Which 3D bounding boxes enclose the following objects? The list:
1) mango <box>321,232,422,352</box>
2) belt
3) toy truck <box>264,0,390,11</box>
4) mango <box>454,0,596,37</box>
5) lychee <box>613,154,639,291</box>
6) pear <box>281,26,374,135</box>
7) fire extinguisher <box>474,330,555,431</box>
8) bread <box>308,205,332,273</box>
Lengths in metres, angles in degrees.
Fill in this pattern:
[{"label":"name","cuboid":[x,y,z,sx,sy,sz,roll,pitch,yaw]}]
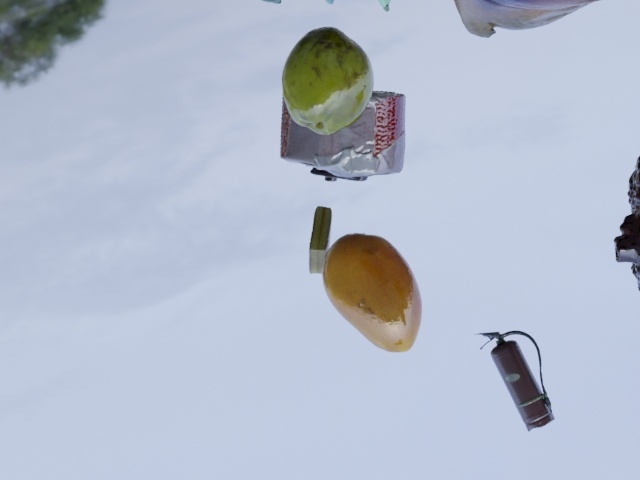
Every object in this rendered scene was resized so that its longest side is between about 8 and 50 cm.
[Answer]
[{"label":"mango","cuboid":[0.090,0.086,2.099,0.141,0.217,0.102,-26,174,-11]},{"label":"belt","cuboid":[0.028,-0.135,1.636,0.128,0.124,0.201,-2,-171,-34]},{"label":"toy truck","cuboid":[0.016,-0.196,0.885,0.080,0.078,0.154,-54,-153,-19]},{"label":"mango","cuboid":[0.211,-0.263,0.934,0.287,0.152,0.201,-43,-131,-6]},{"label":"lychee","cuboid":[0.476,-0.015,1.515,0.260,0.260,0.260,-16,-160,6]},{"label":"pear","cuboid":[0.009,-0.186,1.482,0.107,0.107,0.131,-3,-124,36]},{"label":"fire extinguisher","cuboid":[0.287,0.189,1.823,0.078,0.157,0.045,-28,175,18]},{"label":"bread","cuboid":[0.000,0.000,2.262,0.035,0.094,0.090,6,-119,2]}]
